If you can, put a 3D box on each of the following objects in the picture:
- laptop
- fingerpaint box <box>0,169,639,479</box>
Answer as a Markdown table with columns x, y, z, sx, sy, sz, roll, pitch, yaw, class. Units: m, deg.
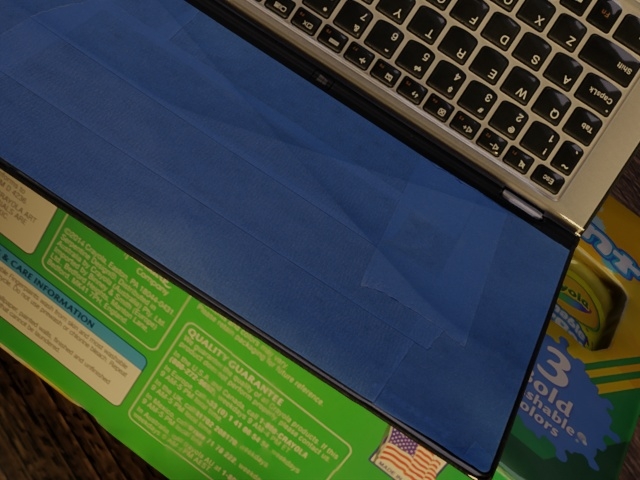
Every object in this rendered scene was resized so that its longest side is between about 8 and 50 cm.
| x | y | z | sx | sy | sz | roll | pitch | yaw | class |
| --- | --- | --- | --- | --- | --- | --- | --- | --- | --- |
| 0.033 | -0.152 | 0.745 | 0.382 | 0.408 | 0.236 | 34 | -2 | 1 | laptop |
| 0.000 | 0.000 | 0.874 | 0.445 | 0.163 | 0.371 | 38 | 32 | 5 | fingerpaint box |
